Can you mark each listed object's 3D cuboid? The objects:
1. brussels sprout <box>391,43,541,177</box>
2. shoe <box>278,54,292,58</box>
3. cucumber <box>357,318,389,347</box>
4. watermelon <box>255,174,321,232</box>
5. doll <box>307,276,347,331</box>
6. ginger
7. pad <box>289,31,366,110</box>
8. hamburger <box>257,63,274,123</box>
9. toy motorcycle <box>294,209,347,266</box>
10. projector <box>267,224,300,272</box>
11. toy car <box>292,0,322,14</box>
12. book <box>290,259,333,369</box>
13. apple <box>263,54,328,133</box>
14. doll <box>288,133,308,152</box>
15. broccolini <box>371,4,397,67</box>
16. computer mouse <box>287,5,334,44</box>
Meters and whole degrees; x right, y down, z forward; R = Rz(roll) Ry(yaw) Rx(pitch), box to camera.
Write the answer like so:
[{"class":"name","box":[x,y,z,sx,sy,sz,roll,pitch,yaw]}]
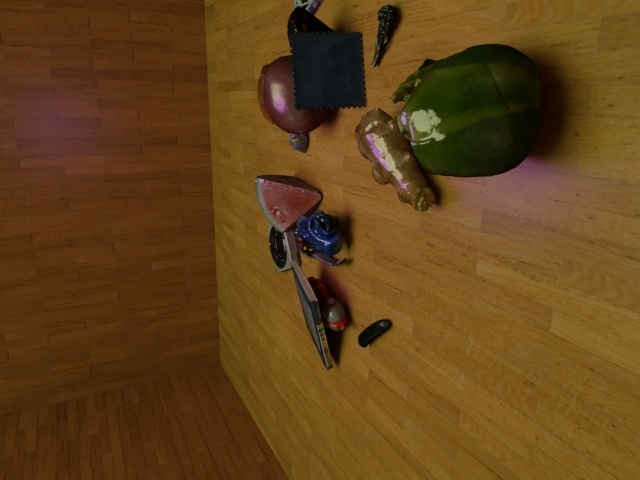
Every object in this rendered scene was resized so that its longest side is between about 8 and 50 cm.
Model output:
[{"class":"brussels sprout","box":[0.343,-0.293,1.113,0.371,0.314,0.276,-76,-33,-59]},{"class":"shoe","box":[-0.117,-0.722,2.106,0.099,0.112,0.228,-52,49,53]},{"class":"cucumber","box":[0.200,0.345,1.817,0.058,0.052,0.215,45,143,7]},{"class":"watermelon","box":[-0.160,-0.180,2.187,0.292,0.250,0.284,-13,90,66]},{"class":"doll","box":[0.026,0.288,2.082,0.336,0.105,0.200,46,151,51]},{"class":"ginger","box":[0.213,-0.229,1.526,0.236,0.165,0.376,-37,58,50]},{"class":"pad","box":[0.028,-0.593,1.686,0.012,0.268,0.270,-161,67,-75]},{"class":"hamburger","box":[-0.193,-0.640,2.226,0.330,0.161,0.209,58,143,31]},{"class":"toy motorcycle","box":[0.017,-0.016,2.007,0.182,0.241,0.319,-59,16,-13]},{"class":"projector","box":[-0.203,0.028,2.504,0.259,0.079,0.258,-25,75,64]},{"class":"toy car","box":[-0.056,-0.973,1.963,0.224,0.076,0.090,-29,69,62]},{"class":"book","box":[-0.040,0.329,2.136,0.300,0.039,0.428,-122,17,-52]},{"class":"apple","box":[-0.089,-0.580,1.914,0.234,0.305,0.306,6,105,25]},{"class":"doll","box":[-0.108,-0.469,2.164,0.079,0.093,0.180,-66,-39,-51]},{"class":"broccolini","box":[0.207,-0.661,1.566,0.203,0.068,0.091,93,169,-54]},{"class":"computer mouse","box":[-0.042,-0.738,1.785,0.100,0.269,0.170,-7,82,35]}]
